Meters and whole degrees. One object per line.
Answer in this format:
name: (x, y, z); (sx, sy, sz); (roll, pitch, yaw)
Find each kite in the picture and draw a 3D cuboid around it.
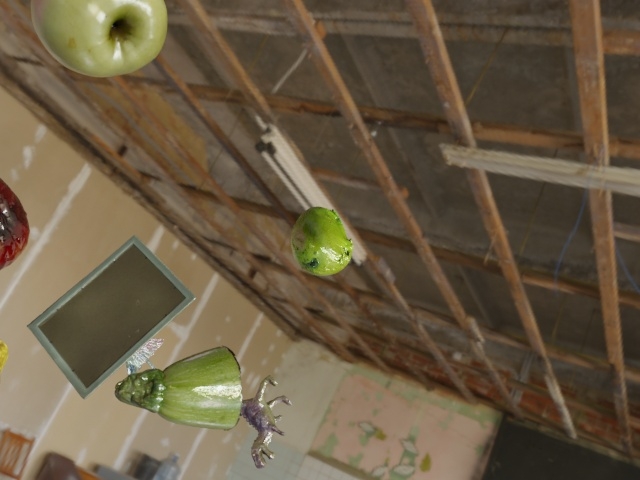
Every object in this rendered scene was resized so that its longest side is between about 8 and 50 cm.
kite: (-0.446, 0.305, 1.733); (0.157, 0.139, 0.011); (48, -32, -11)

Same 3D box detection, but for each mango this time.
mango: (-0.001, 0.001, 1.352); (0.119, 0.178, 0.100); (24, -54, -19)

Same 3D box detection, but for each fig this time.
fig: (-0.672, -0.044, 1.270); (0.263, 0.224, 0.224); (33, -9, 48)

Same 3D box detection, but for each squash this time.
squash: (-0.171, 0.181, 0.807); (0.132, 0.105, 0.105); (3, -3, -37)

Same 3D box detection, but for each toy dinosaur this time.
toy dinosaur: (-0.181, 0.430, 1.698); (0.251, 0.200, 0.072); (41, -18, 11)

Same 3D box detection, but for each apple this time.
apple: (-0.448, -0.463, 1.372); (0.262, 0.263, 0.262); (23, -20, 9)

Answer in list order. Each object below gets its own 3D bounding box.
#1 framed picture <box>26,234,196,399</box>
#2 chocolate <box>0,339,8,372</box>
framed picture: (-0.397, 0.139, 1.289); (0.217, 0.274, 0.017); (42, -15, 28)
chocolate: (-0.907, 0.360, 1.717); (0.162, 0.162, 0.445); (30, 12, -11)
